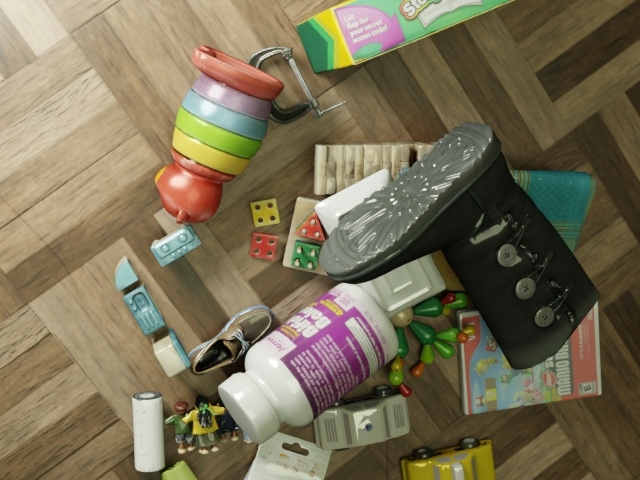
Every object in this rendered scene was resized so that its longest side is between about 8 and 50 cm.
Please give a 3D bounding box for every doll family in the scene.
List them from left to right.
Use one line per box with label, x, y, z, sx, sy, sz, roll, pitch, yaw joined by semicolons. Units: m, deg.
doll family;-0.182;0.318;1.900;0.193;0.076;0.111;-10;100;-25

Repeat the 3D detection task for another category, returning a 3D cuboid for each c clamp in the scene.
c clamp;-0.050;-0.278;1.859;0.137;0.022;0.160;-29;102;19

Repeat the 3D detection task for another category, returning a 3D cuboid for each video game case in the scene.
video game case;0.407;0.220;2.038;0.285;0.025;0.204;-6;99;-11

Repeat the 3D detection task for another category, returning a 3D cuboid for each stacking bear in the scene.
stacking bear;-0.190;-0.167;1.799;0.164;0.175;0.289;23;102;-7

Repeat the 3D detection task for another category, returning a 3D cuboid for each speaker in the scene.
speaker;-0.309;0.345;1.887;0.055;0.055;0.136;-3;98;-12

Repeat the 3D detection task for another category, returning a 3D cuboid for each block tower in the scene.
block tower;0.148;-0.132;1.902;0.335;0.097;0.091;-1;98;-14

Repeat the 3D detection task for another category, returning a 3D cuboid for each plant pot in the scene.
plant pot;-0.253;0.447;1.907;0.083;0.083;0.079;-27;90;-7

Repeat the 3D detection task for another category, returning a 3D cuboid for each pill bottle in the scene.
pill bottle;-0.024;0.219;1.841;0.301;0.169;0.169;-35;103;-21

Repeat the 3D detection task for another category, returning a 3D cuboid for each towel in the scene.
towel;0.299;-0.017;1.922;0.370;0.040;0.271;2;125;-11

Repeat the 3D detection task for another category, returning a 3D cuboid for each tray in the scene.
tray;0.111;0.018;1.847;0.145;0.030;0.270;-28;116;1

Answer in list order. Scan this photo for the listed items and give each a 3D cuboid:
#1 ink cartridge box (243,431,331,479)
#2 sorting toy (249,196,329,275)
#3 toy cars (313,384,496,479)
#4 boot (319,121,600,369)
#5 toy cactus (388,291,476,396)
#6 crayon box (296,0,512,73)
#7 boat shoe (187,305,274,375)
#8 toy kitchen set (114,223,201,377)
ink cartridge box;-0.073;0.458;1.971;0.145;0.045;0.179;20;75;-13
sorting toy;0.000;0.000;1.875;0.274;0.046;0.132;13;107;-1
toy cars;0.169;0.393;1.979;0.394;0.087;0.176;31;90;-14
boot;0.255;0.069;1.830;0.367;0.146;0.445;-38;125;0
toy cactus;0.177;0.167;1.948;0.180;0.112;0.219;40;95;-9
crayon box;0.166;-0.393;1.756;0.363;0.313;0.106;-24;102;-8
boat shoe;-0.157;0.188;1.892;0.183;0.066;0.066;-38;104;-5
toy kitchen set;-0.248;0.101;1.832;0.166;0.122;0.207;-30;103;-7
